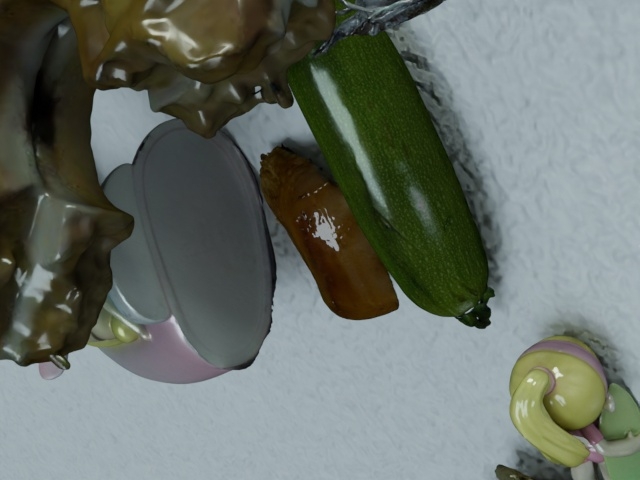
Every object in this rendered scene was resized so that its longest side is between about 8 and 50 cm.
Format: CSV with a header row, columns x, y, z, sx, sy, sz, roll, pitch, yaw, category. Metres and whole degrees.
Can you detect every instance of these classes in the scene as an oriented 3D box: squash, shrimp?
x,y,z,sx,sy,sz,roll,pitch,yaw,category
0.036,-0.057,0.700,0.080,0.071,0.318,3,129,56,squash
0.043,-0.147,0.585,0.165,0.056,0.065,-36,104,30,shrimp

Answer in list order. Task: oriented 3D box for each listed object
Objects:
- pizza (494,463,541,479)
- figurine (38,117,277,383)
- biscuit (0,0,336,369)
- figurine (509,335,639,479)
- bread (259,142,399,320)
x,y,z,sx,sy,sz,roll,pitch,yaw,category
0.253,0.332,0.889,0.435,0.080,0.392,-4,126,46,pizza
-0.207,-0.016,0.923,0.315,0.206,0.284,-16,121,46,figurine
-0.151,-0.109,0.676,0.366,0.115,0.268,-45,60,32,biscuit
0.176,0.135,0.772,0.083,0.083,0.187,12,146,39,figurine
0.000,0.000,0.804,0.126,0.044,0.129,38,162,54,bread
